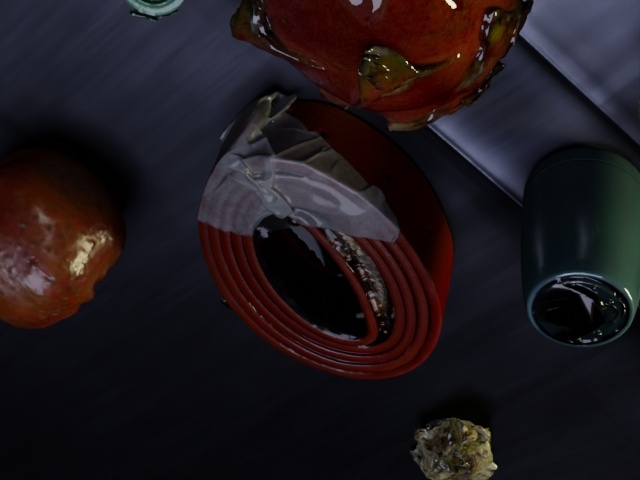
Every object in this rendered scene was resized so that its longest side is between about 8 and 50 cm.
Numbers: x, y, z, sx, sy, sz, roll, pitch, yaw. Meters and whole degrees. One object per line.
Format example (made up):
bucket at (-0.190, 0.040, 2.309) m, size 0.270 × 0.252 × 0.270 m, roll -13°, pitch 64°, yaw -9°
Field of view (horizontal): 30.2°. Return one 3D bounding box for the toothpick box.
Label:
toothpick box at (0.245, 0.008, 1.114) m, size 0.120 × 0.184 × 0.120 m, roll 8°, pitch 132°, yaw 9°

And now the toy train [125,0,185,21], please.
toy train at (-0.196, -0.307, 1.012) m, size 0.285 × 0.116 × 0.177 m, roll 18°, pitch 120°, yaw 0°

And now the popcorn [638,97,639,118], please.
popcorn at (0.370, -0.120, 0.982) m, size 0.218 × 0.169 × 0.189 m, roll -4°, pitch 125°, yaw 41°

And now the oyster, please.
oyster at (0.158, 0.253, 1.440) m, size 0.108 × 0.053 × 0.166 m, roll 13°, pitch 140°, yaw 17°

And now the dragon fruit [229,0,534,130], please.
dragon fruit at (0.046, -0.222, 0.930) m, size 0.250 × 0.250 × 0.315 m, roll -12°, pitch 167°, yaw 23°

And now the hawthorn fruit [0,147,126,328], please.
hawthorn fruit at (-0.308, -0.016, 1.243) m, size 0.179 × 0.179 × 0.200 m, roll -26°, pitch 116°, yaw 31°

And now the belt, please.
belt at (0.000, 0.000, 1.216) m, size 0.227 × 0.115 × 0.324 m, roll -23°, pitch 121°, yaw 29°
